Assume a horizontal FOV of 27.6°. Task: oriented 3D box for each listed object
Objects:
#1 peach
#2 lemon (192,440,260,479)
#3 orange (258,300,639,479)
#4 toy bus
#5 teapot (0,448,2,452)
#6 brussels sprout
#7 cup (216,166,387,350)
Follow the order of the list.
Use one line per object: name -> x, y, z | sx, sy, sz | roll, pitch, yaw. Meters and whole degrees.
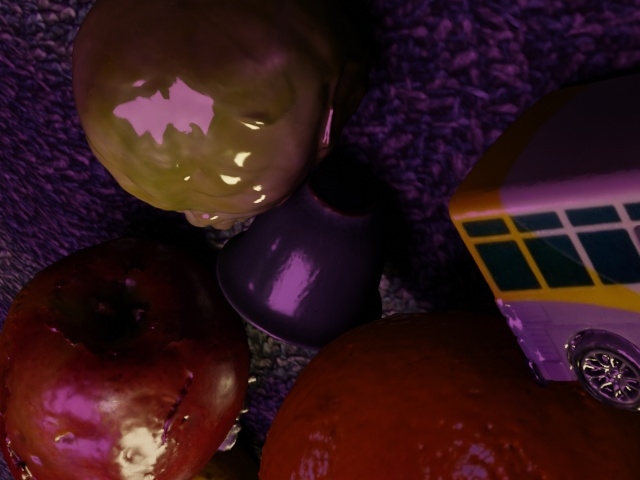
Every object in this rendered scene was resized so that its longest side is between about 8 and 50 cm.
peach -> -0.283, 0.199, 1.762 | 0.339, 0.353, 0.416 | 37, 149, 15
lemon -> -0.200, 0.395, 1.995 | 0.233, 0.233, 0.288 | -15, 109, 52
orange -> 0.147, 0.225, 1.312 | 0.424, 0.424, 0.326 | 3, 94, 44
toy bus -> 0.339, -0.024, 1.003 | 0.440, 0.209, 0.249 | -6, 121, 51
teapot -> -0.441, 0.296, 2.201 | 0.268, 0.185, 0.175 | 66, -176, 20
brussels sprout -> -0.110, -0.159, 1.300 | 0.273, 0.243, 0.316 | 28, 137, -15
cup -> 0.000, 0.000, 1.429 | 0.199, 0.199, 0.150 | 34, 127, 14
